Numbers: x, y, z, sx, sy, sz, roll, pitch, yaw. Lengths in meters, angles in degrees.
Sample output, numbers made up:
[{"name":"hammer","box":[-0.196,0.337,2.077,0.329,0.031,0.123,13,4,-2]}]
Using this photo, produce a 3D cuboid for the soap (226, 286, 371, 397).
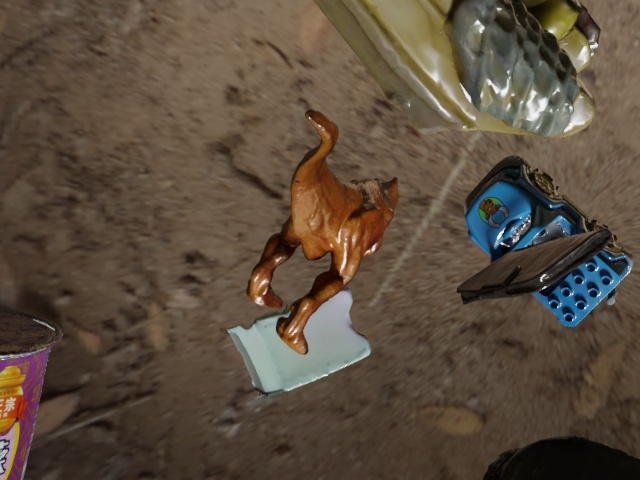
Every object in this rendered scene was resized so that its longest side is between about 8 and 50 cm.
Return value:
[{"name":"soap","box":[-0.026,0.115,1.747,0.145,0.230,0.091,-21,88,-3]}]

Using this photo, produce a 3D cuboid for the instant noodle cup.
[{"name":"instant noodle cup","box":[-0.480,0.221,1.779,0.340,0.340,0.266,8,97,9]}]

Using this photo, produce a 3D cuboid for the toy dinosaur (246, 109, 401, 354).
[{"name":"toy dinosaur","box":[0.000,0.000,1.495,0.097,0.432,0.208,33,94,9]}]

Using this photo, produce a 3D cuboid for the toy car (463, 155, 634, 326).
[{"name":"toy car","box":[0.233,0.008,1.612,0.191,0.100,0.097,42,123,4]}]

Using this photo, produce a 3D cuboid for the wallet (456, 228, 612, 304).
[{"name":"wallet","box":[0.168,0.022,1.230,0.082,0.156,0.018,-33,95,-18]}]

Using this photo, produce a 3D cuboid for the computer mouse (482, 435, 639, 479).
[{"name":"computer mouse","box":[0.312,0.317,1.656,0.295,0.087,0.168,15,58,16]}]

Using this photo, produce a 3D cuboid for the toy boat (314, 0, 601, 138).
[{"name":"toy boat","box":[0.010,-0.237,0.786,0.162,0.136,0.445,-33,107,24]}]
